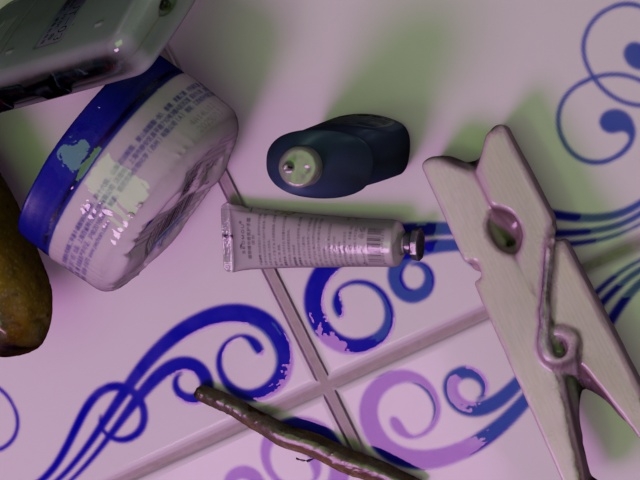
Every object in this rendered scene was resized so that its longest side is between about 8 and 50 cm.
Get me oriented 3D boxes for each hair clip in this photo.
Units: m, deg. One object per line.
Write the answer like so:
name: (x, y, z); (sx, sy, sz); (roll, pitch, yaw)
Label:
hair clip: (0.197, 0.061, 1.694); (0.101, 0.085, 0.330); (-27, 84, 16)

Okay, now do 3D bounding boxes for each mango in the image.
mango: (-0.361, -0.030, 1.793); (0.329, 0.176, 0.175); (41, 120, 2)

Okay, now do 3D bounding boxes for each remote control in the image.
remote control: (-0.224, -0.178, 1.699); (0.296, 0.140, 0.056); (-10, 131, 47)

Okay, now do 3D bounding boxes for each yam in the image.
yam: (-0.014, 0.190, 1.806); (0.234, 0.029, 0.027); (23, 62, 13)

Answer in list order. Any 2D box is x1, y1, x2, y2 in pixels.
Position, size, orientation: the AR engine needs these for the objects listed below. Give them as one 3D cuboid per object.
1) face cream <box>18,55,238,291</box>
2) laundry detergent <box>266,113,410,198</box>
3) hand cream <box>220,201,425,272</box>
face cream: (-0.165, -0.057, 1.715); (0.111, 0.206, 0.206); (37, 106, 7)
laundry detergent: (0.011, -0.073, 1.662); (0.097, 0.206, 0.061); (10, 101, 16)
hand cream: (0.000, 0.000, 1.767); (0.195, 0.042, 0.067); (3, 107, 21)
